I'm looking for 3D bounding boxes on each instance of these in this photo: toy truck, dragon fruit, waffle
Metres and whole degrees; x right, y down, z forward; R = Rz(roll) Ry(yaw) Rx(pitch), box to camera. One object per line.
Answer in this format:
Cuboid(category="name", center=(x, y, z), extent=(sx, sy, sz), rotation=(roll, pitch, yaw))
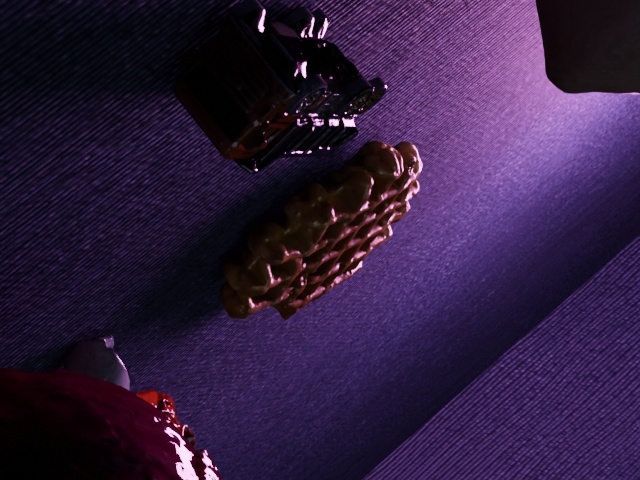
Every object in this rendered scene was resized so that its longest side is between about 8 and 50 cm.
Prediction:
Cuboid(category="toy truck", center=(-0.026, -0.106, 1.217), extent=(0.092, 0.083, 0.192), rotation=(-42, 168, 19))
Cuboid(category="dragon fruit", center=(-0.158, 0.210, 1.747), extent=(0.083, 0.106, 0.162), rotation=(-41, 164, -15))
Cuboid(category="waffle", center=(0.001, 0.001, 1.673), extent=(0.249, 0.056, 0.253), rotation=(-39, 167, -18))

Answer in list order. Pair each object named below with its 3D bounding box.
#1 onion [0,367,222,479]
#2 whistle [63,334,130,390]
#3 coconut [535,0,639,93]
Cuboid(category="onion", center=(-0.239, 0.198, 1.172), extent=(0.348, 0.348, 0.385), rotation=(-38, 127, -22))
Cuboid(category="whistle", center=(-0.211, 0.234, 1.473), extent=(0.062, 0.062, 0.312), rotation=(15, 85, -74))
Cuboid(category="coconut", center=(0.280, -0.233, 1.271), extent=(0.329, 0.329, 0.329), rotation=(-40, 166, -12))
